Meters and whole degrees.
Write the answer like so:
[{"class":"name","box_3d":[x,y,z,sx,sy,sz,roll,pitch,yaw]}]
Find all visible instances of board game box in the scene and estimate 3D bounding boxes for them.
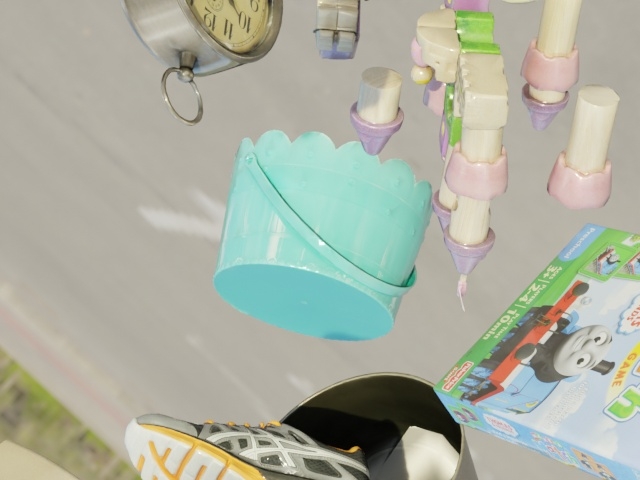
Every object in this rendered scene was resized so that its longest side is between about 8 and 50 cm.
[{"class":"board game box","box_3d":[0.187,0.069,1.111,0.039,0.160,0.211,54,161,-27]}]

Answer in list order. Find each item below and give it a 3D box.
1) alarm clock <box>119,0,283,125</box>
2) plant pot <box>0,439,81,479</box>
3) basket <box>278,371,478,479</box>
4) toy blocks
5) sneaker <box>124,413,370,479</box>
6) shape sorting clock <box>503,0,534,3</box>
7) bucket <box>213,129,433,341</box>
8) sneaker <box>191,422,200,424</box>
[{"class":"alarm clock","box_3d":[-0.085,-0.157,1.202,0.064,0.192,0.129,-17,143,30]},{"class":"plant pot","box_3d":[-0.316,0.272,1.876,0.096,0.109,0.109,40,151,22]},{"class":"basket","box_3d":[0.067,0.231,1.688,0.154,0.204,0.227,66,-170,26]},{"class":"toy blocks","box_3d":[0.137,-0.115,1.947,0.289,0.308,0.260,-93,7,-52]},{"class":"sneaker","box_3d":[-0.057,0.185,1.500,0.214,0.083,0.084,21,137,-8]},{"class":"shape sorting clock","box_3d":[0.297,-0.407,2.434,0.040,0.206,0.206,33,176,-38]},{"class":"bucket","box_3d":[0.000,0.000,2.338,0.281,0.183,0.281,12,158,5]},{"class":"sneaker","box_3d":[-0.166,0.318,2.212,0.102,0.161,0.282,28,146,1]}]
